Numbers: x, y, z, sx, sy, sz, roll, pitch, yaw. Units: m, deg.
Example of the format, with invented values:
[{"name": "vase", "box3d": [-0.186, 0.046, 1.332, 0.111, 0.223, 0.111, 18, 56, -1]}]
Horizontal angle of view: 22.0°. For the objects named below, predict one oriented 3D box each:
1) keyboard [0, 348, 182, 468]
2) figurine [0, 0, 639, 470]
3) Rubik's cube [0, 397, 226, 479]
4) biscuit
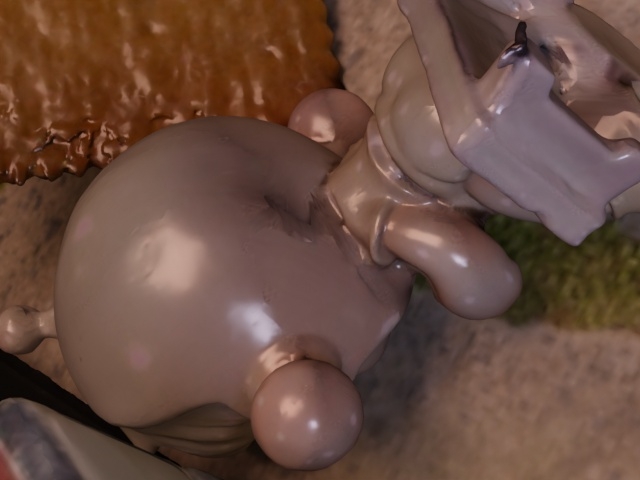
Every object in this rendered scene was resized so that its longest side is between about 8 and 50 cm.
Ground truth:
[{"name": "keyboard", "box3d": [-0.140, 0.095, 0.691, 0.310, 0.018, 0.101, 26, 107, 38]}, {"name": "figurine", "box3d": [-0.005, -0.001, 0.594, 0.257, 0.144, 0.182, -36, 55, 21]}, {"name": "Rubik's cube", "box3d": [-0.019, 0.234, 0.394, 0.256, 0.259, 0.253, -48, 46, 5]}, {"name": "biscuit", "box3d": [-0.120, -0.137, 0.729, 0.232, 0.013, 0.237, -11, 72, -4]}]
